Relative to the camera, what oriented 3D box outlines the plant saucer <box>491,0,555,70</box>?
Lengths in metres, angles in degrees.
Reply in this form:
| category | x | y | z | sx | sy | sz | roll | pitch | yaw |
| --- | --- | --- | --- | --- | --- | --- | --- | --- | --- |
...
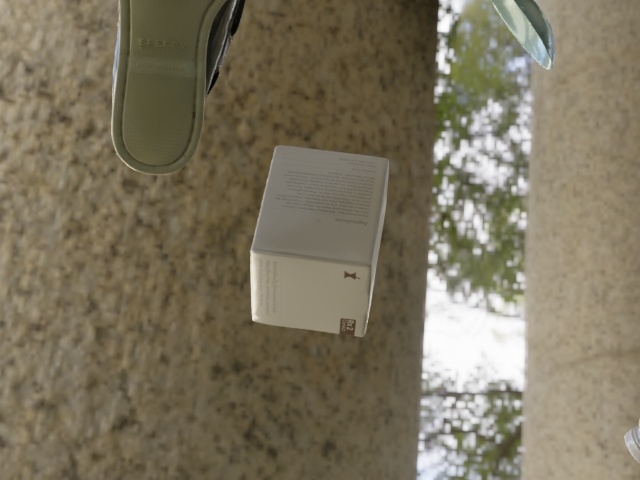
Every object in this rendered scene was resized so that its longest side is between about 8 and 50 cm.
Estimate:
| category | x | y | z | sx | sy | sz | roll | pitch | yaw |
| --- | --- | --- | --- | --- | --- | --- | --- | --- | --- |
| plant saucer | 0.338 | -0.369 | 1.988 | 0.037 | 0.195 | 0.195 | -36 | -35 | 3 |

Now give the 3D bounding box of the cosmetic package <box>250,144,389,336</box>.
| category | x | y | z | sx | sy | sz | roll | pitch | yaw |
| --- | --- | --- | --- | --- | --- | --- | --- | --- | --- |
| cosmetic package | 0.000 | 0.000 | 1.544 | 0.152 | 0.183 | 0.151 | 8 | -40 | 5 |

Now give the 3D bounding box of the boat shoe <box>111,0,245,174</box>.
| category | x | y | z | sx | sy | sz | roll | pitch | yaw |
| --- | --- | --- | --- | --- | --- | --- | --- | --- | --- |
| boat shoe | -0.139 | -0.240 | 1.203 | 0.127 | 0.340 | 0.113 | 6 | 15 | -9 |

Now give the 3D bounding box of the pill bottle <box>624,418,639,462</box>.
| category | x | y | z | sx | sy | sz | roll | pitch | yaw |
| --- | --- | --- | --- | --- | --- | --- | --- | --- | --- |
| pill bottle | 0.565 | 0.291 | 1.911 | 0.087 | 0.087 | 0.160 | 25 | -56 | -35 |
